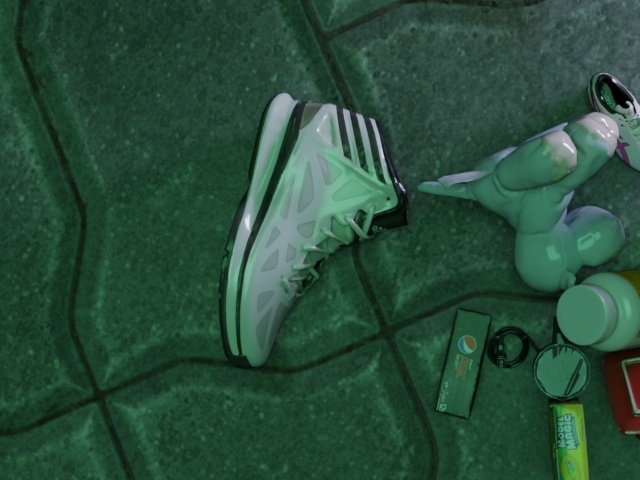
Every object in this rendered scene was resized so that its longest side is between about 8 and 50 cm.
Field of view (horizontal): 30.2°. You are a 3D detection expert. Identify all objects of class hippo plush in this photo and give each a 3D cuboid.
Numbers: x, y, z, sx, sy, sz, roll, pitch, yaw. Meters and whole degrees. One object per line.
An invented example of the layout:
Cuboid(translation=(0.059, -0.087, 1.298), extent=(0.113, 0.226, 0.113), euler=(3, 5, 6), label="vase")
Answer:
Cuboid(translation=(0.350, -0.040, 1.783), extent=(0.294, 0.234, 0.237), euler=(-24, 93, -12), label="hippo plush")

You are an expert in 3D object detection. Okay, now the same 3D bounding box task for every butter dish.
Cuboid(translation=(0.520, 0.247, 1.797), extent=(0.159, 0.118, 0.160), euler=(-11, 42, 9), label="butter dish")

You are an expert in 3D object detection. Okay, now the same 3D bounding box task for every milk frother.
Cuboid(translation=(0.333, 0.185, 1.817), extent=(0.143, 0.135, 0.129), euler=(-16, 82, 8), label="milk frother")

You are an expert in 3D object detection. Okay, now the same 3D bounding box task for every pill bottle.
Cuboid(translation=(0.446, 0.103, 1.758), extent=(0.117, 0.208, 0.118), euler=(4, 96, 47), label="pill bottle")

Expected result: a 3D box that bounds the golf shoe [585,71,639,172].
Cuboid(translation=(0.477, -0.180, 1.850), extent=(0.067, 0.086, 0.186), euler=(-36, 82, 3), label="golf shoe")

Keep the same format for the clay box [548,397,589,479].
Cuboid(translation=(0.367, 0.302, 1.757), extent=(0.053, 0.222, 0.128), euler=(-5, 85, 9), label="clay box")

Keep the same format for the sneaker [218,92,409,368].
Cuboid(translation=(0.000, -0.001, 1.871), extent=(0.257, 0.169, 0.448), euler=(11, 85, 12), label="sneaker")

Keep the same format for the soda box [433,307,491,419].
Cuboid(translation=(0.226, 0.194, 1.875), extent=(0.060, 0.053, 0.169), euler=(13, 88, 10), label="soda box")
